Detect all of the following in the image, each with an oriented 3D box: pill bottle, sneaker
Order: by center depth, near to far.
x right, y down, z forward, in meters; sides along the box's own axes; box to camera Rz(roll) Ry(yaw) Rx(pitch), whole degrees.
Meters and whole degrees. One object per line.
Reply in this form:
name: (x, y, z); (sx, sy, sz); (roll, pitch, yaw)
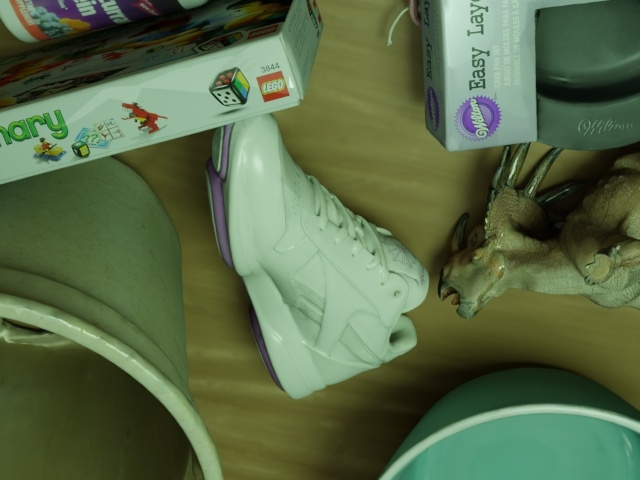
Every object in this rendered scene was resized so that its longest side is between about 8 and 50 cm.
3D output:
pill bottle: (-0.139, -0.215, 0.873); (0.193, 0.108, 0.108); (-11, 113, 9)
sneaker: (0.000, 0.000, 0.940); (0.152, 0.114, 0.305); (-14, 137, 4)

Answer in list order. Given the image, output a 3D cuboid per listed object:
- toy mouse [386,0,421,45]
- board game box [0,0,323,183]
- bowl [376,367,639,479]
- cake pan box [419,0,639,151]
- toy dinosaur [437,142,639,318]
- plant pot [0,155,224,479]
toy mouse: (0.108, -0.211, 0.896); (0.143, 0.031, 0.161); (16, 116, -7)
board game box: (-0.155, -0.113, 0.874); (0.305, 0.193, 0.053); (-14, 112, 10)
bowl: (0.180, 0.233, 1.017); (0.311, 0.163, 0.312); (1, 113, 3)
cake pan box: (0.193, -0.199, 0.852); (0.245, 0.070, 0.267); (-6, 114, -5)
toy dinosaur: (0.240, -0.023, 0.920); (0.295, 0.200, 0.127); (-22, 127, -8)
plant pot: (-0.227, 0.086, 0.891); (0.333, 0.305, 0.334); (0, 124, 0)
